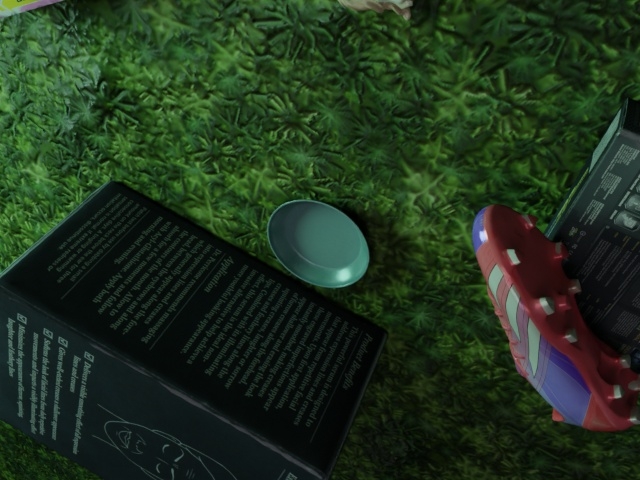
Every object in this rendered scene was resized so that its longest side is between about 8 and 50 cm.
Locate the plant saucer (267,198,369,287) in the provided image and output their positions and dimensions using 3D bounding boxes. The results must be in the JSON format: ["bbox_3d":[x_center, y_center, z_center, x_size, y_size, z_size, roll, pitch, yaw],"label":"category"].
[{"bbox_3d":[0.000,0.000,0.720,0.119,0.021,0.119,14,131,17],"label":"plant saucer"}]

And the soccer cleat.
[{"bbox_3d":[0.189,0.077,0.571,0.095,0.083,0.248,-21,117,45],"label":"soccer cleat"}]

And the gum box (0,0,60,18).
[{"bbox_3d":[-0.281,-0.273,0.607,0.188,0.062,0.107,-2,125,28],"label":"gum box"}]

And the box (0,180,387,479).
[{"bbox_3d":[-0.168,0.169,0.815,0.395,0.212,0.294,30,134,3],"label":"box"}]

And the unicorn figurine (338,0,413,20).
[{"bbox_3d":[0.019,-0.235,0.485,0.111,0.060,0.162,19,140,26],"label":"unicorn figurine"}]

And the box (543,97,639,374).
[{"bbox_3d":[0.287,0.019,0.561,0.183,0.059,0.233,25,135,10],"label":"box"}]
